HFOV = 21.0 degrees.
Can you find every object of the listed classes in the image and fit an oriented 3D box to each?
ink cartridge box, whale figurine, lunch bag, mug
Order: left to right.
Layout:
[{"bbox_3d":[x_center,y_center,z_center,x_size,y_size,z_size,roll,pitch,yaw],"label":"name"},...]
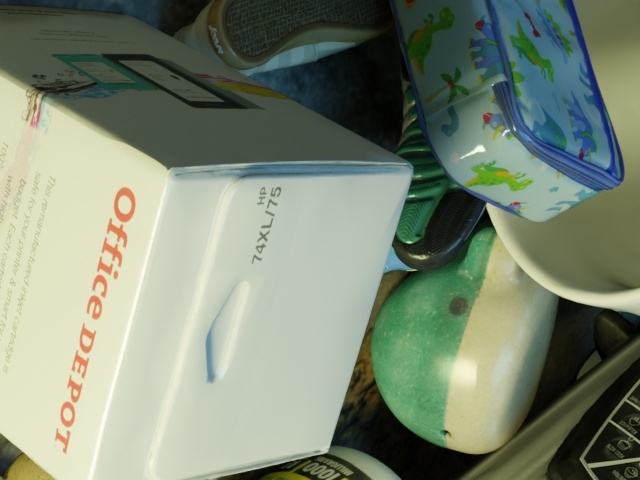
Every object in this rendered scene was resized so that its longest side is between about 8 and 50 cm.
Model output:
[{"bbox_3d":[-0.124,-0.005,1.030,0.197,0.270,0.198,-4,117,-47],"label":"ink cartridge box"},{"bbox_3d":[0.133,0.048,1.491,0.216,0.141,0.272,79,30,-57],"label":"whale figurine"},{"bbox_3d":[0.136,-0.131,1.262,0.090,0.219,0.176,-27,150,28],"label":"lunch bag"},{"bbox_3d":[0.325,-0.109,1.430,0.328,0.374,0.276,10,144,-43],"label":"mug"}]

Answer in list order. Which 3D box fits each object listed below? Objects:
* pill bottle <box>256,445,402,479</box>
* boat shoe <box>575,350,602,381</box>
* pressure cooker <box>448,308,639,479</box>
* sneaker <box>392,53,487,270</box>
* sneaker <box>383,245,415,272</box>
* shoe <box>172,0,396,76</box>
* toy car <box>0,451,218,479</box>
[{"bbox_3d":[-0.073,0.308,1.360,0.334,0.188,0.187,-24,131,-37],"label":"pill bottle"},{"bbox_3d":[0.398,0.123,1.843,0.302,0.091,0.114,-31,136,-31],"label":"boat shoe"},{"bbox_3d":[0.344,0.256,1.541,0.420,0.375,0.369,-35,104,-15],"label":"pressure cooker"},{"bbox_3d":[0.098,-0.054,1.332,0.098,0.083,0.223,73,21,-52],"label":"sneaker"},{"bbox_3d":[0.000,0.000,1.343,0.126,0.091,0.240,-46,145,13],"label":"sneaker"},{"bbox_3d":[-0.017,-0.163,1.226,0.219,0.058,0.076,-23,93,-46],"label":"shoe"},{"bbox_3d":[-0.172,0.173,1.155,0.188,0.149,0.155,-28,97,-36],"label":"toy car"}]
